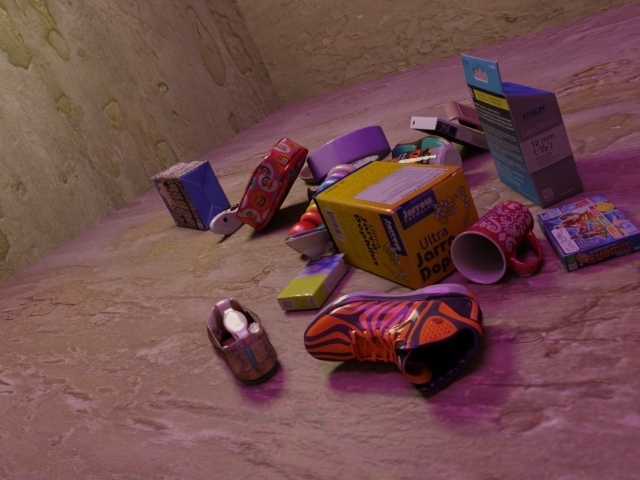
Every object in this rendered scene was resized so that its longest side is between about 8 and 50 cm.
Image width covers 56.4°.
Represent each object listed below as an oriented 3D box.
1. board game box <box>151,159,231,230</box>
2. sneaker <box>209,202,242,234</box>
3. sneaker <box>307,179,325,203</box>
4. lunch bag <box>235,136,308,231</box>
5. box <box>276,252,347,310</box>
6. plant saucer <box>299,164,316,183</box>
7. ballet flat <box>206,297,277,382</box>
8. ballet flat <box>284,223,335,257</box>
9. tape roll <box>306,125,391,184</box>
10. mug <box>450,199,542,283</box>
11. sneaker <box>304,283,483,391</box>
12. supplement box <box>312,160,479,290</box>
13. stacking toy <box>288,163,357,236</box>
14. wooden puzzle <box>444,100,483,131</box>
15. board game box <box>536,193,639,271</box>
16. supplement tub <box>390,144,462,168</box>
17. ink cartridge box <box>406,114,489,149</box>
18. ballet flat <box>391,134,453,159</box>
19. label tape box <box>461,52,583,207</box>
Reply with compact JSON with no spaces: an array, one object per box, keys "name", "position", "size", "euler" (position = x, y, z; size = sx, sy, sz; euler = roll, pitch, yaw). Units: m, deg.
[{"name":"board game box","position":[-0.506,-0.179,2.352],"size":[0.141,0.232,0.291],"euler":[-36,23,-27]},{"name":"sneaker","position":[-0.342,-0.070,2.143],"size":[0.121,0.079,0.217],"euler":[-10,16,40]},{"name":"sneaker","position":[0.047,-0.173,1.959],"size":[0.188,0.071,0.066],"euler":[-25,21,0]},{"name":"lunch bag","position":[-0.156,-0.194,1.981],"size":[0.293,0.120,0.258],"euler":[-59,1,31]},{"name":"box","position":[-0.014,0.098,1.415],"size":[0.109,0.042,0.178],"euler":[-9,25,35]},{"name":"plant saucer","position":[0.052,-0.285,2.271],"size":[0.278,0.041,0.278],"euler":[-21,20,8]},{"name":"ballet flat","position":[-0.185,0.187,1.288],"size":[0.123,0.123,0.348],"euler":[-29,21,-13]},{"name":"ballet flat","position":[0.000,0.000,1.526],"size":[0.086,0.086,0.248],"euler":[-10,8,34]},{"name":"tape roll","position":[0.095,-0.280,1.993],"size":[0.275,0.090,0.275],"euler":[-23,-4,-2]},{"name":"mug","position":[0.360,0.009,1.181],"size":[0.169,0.150,0.113],"euler":[-38,-12,-41]},{"name":"sneaker","position":[0.110,0.168,0.997],"size":[0.321,0.124,0.180],"euler":[-17,21,18]},{"name":"supplement box","position":[0.168,-0.048,1.357],"size":[0.194,0.195,0.356],"euler":[-32,21,-18]},{"name":"stacking toy","position":[0.016,-0.083,1.711],"size":[0.141,0.141,0.330],"euler":[-7,31,38]},{"name":"wooden puzzle","position":[0.503,-0.364,1.840],"size":[0.239,0.044,0.221],"euler":[15,25,1]},{"name":"board game box","position":[0.508,-0.020,1.143],"size":[0.136,0.035,0.201],"euler":[-19,21,14]},{"name":"supplement tub","position":[0.295,-0.203,1.699],"size":[0.190,0.117,0.117],"euler":[-4,29,42]},{"name":"ink cartridge box","position":[0.390,-0.337,1.852],"size":[0.206,0.045,0.208],"euler":[14,9,-22]},{"name":"ballet flat","position":[0.345,-0.279,1.860],"size":[0.106,0.107,0.316],"euler":[-13,16,-25]},{"name":"label tape box","position":[0.456,-0.277,1.376],"size":[0.115,0.347,0.249],"euler":[-23,21,3]}]
